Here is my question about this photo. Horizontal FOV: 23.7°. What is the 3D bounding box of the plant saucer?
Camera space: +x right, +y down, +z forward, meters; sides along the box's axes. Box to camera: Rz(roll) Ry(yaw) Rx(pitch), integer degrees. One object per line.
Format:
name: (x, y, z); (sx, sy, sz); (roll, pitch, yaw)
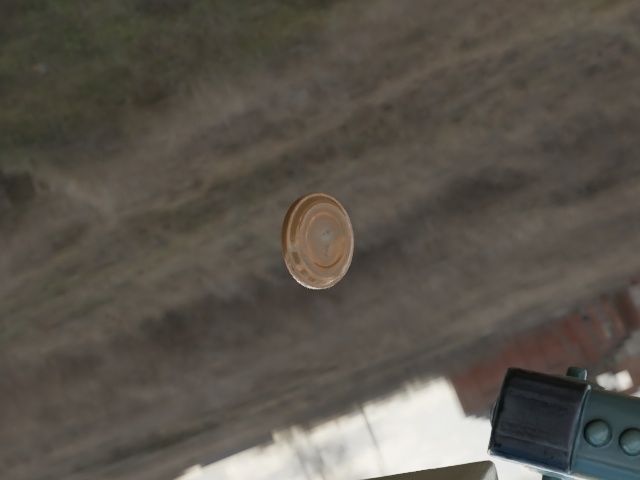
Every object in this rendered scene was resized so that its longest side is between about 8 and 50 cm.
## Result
plant saucer: (0.000, 0.000, 1.311); (0.013, 0.083, 0.083); (-2, -170, 45)

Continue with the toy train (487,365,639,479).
toy train: (0.332, 0.219, 1.618); (0.334, 0.142, 0.190); (13, 174, 20)

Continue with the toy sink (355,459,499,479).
toy sink: (0.033, 0.237, 0.876); (0.131, 0.152, 0.234); (-12, -175, 18)
